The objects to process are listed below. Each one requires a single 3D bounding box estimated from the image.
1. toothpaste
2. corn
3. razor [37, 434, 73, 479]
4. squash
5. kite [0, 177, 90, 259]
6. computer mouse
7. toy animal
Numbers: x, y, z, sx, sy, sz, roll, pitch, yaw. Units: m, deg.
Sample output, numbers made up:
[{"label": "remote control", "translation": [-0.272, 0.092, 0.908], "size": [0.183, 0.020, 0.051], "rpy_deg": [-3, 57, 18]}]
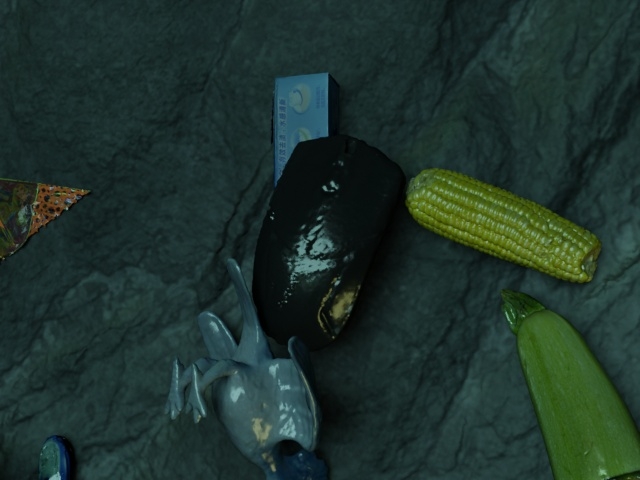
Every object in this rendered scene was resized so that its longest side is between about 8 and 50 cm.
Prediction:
[{"label": "toothpaste", "translation": [-0.014, -0.038, 1.329], "size": [0.066, 0.053, 0.272], "rpy_deg": [-4, 76, 15]}, {"label": "corn", "translation": [0.175, -0.016, 1.246], "size": [0.206, 0.067, 0.067], "rpy_deg": [23, 87, 22]}, {"label": "razor", "translation": [-0.263, 0.360, 1.328], "size": [0.093, 0.056, 0.324], "rpy_deg": [-17, 72, 17]}, {"label": "squash", "translation": [0.223, 0.138, 1.191], "size": [0.094, 0.094, 0.224], "rpy_deg": [-29, 64, 12]}, {"label": "kite", "translation": [-0.376, -0.032, 1.482], "size": [0.222, 0.008, 0.125], "rpy_deg": [-39, 68, 8]}, {"label": "computer mouse", "translation": [0.000, 0.000, 1.249], "size": [0.122, 0.073, 0.217], "rpy_deg": [18, 83, 16]}, {"label": "toy animal", "translation": [-0.064, 0.150, 1.252], "size": [0.239, 0.176, 0.256], "rpy_deg": [7, 88, 57]}]
